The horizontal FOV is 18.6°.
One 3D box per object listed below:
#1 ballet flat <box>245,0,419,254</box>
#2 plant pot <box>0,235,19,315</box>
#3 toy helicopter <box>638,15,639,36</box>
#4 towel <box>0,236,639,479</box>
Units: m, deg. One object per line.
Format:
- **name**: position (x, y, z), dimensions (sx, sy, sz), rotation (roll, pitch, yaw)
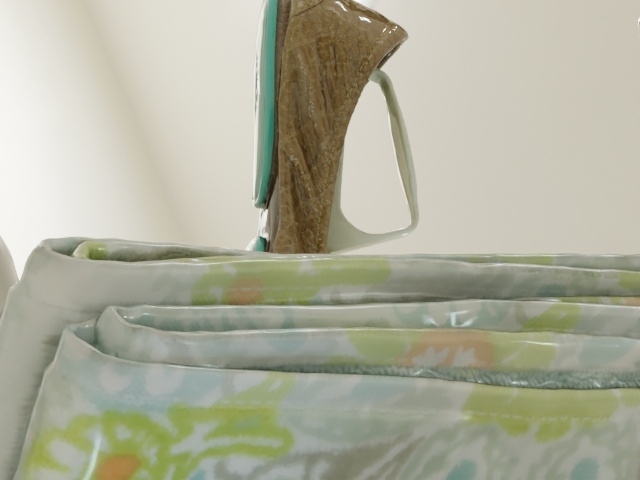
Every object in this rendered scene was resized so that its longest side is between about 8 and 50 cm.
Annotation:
- **ballet flat**: position (0.000, 0.000, 1.281), dimensions (0.116, 0.124, 0.342), rotation (128, -29, -77)
- **plant pot**: position (-0.287, 0.037, 1.218), dimensions (0.187, 0.188, 0.167), rotation (-117, -171, -45)
- **toy helicopter**: position (0.323, -0.055, 1.266), dimensions (0.140, 0.355, 0.235), rotation (-17, -90, 18)
- **towel**: position (-0.013, 0.175, 0.746), dimensions (0.090, 0.321, 0.374), rotation (38, -63, 48)
